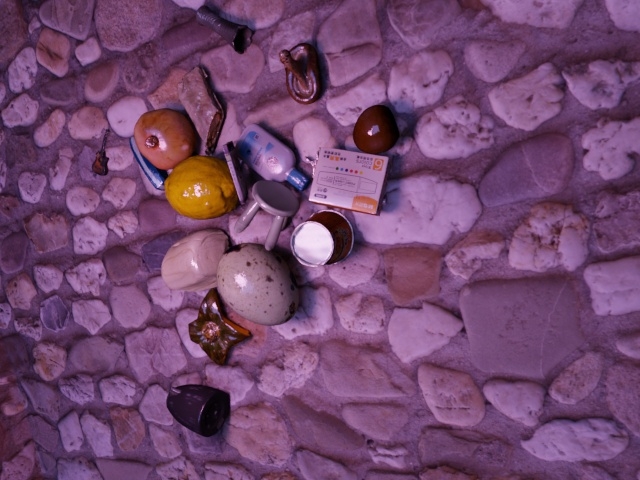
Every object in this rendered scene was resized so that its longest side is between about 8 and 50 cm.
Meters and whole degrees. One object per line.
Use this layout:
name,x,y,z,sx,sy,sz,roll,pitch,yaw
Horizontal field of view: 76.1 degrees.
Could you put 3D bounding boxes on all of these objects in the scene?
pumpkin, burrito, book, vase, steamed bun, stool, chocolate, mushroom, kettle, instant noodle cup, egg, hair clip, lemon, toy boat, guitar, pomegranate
pumpkin,-0.490,0.409,1.899,0.290,0.095,0.258,46,108,5
burrito,-0.496,-0.557,1.737,0.175,0.107,0.348,-25,87,37
book,-0.329,-0.272,1.614,0.026,0.157,0.232,-14,110,1
vase,-0.394,-0.858,1.645,0.237,0.115,0.116,37,110,15
steamed bun,-0.546,0.074,1.804,0.290,0.273,0.273,-24,74,20
stool,-0.211,-0.108,1.617,0.195,0.195,0.199,31,125,-8
chocolate,0.189,-0.390,1.462,0.176,0.176,0.177,4,100,21
mushroom,-0.092,-0.622,1.498,0.147,0.217,0.227,-14,94,22
kettle,-0.605,0.815,1.975,0.289,0.207,0.269,5,128,26
instant noodle cup,0.000,0.000,1.589,0.229,0.182,0.231,3,100,20
egg,-0.249,0.177,1.662,0.379,0.288,0.288,36,110,0
hair clip,-0.014,-0.240,1.632,0.072,0.034,0.226,-8,96,23
lemon,-0.495,-0.220,1.704,0.316,0.285,0.286,32,109,20
toy boat,-0.793,-0.367,1.890,0.061,0.096,0.299,-35,83,12
guitar,-1.076,-0.435,2.025,0.088,0.025,0.234,25,106,16
pomegranate,-0.661,-0.428,1.731,0.228,0.270,0.252,-11,102,15

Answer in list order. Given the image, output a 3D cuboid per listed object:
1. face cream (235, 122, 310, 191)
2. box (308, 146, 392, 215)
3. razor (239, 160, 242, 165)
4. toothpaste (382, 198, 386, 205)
face cream,-0.187,-0.320,1.659,0.336,0.080,0.163,39,108,7
box,0.112,-0.221,1.529,0.273,0.091,0.221,11,89,16
razor,-0.333,-0.336,1.746,0.044,0.028,0.155,31,109,14
toothpaste,0.161,-0.148,1.583,0.190,0.031,0.048,1,102,24
